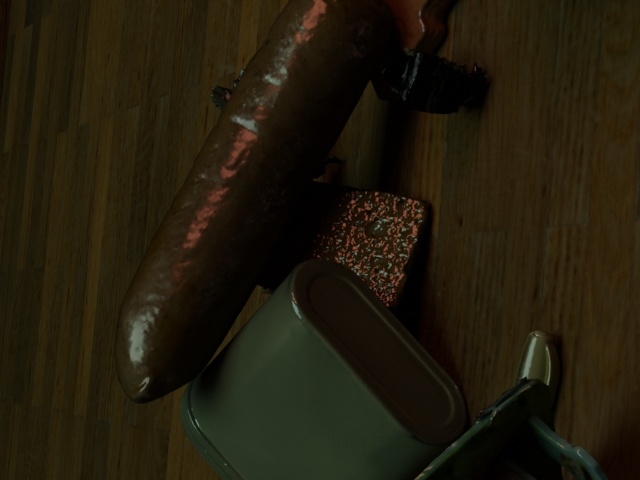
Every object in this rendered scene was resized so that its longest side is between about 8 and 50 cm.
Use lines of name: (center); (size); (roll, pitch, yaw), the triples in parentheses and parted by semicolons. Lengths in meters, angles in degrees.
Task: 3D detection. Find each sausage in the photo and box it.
sausage: (-0.074, -0.057, 1.564); (0.501, 0.123, 0.136); (-61, 18, -7)

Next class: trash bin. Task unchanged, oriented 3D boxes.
trash bin: (-0.001, 0.170, 1.523); (0.243, 0.121, 0.247); (47, 133, 9)

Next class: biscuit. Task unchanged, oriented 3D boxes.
biscuit: (0.000, 0.000, 1.594); (0.231, 0.025, 0.131); (12, 74, 29)
biscuit: (0.092, -0.301, 1.615); (0.284, 0.043, 0.306); (19, 101, 63)

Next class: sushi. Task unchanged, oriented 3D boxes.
sushi: (0.112, -0.157, 1.495); (0.083, 0.084, 0.056); (32, 111, 61)

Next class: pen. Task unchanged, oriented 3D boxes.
pen: (0.178, 0.194, 1.341); (0.040, 0.032, 0.233); (16, 100, 40)

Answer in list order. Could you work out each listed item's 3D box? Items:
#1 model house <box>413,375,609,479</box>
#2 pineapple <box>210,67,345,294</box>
model house: (0.187, 0.361, 1.151); (0.323, 0.300, 0.340); (36, 157, 37)
pineapple: (-0.048, -0.064, 1.732); (0.130, 0.119, 0.277); (-35, 54, 34)
